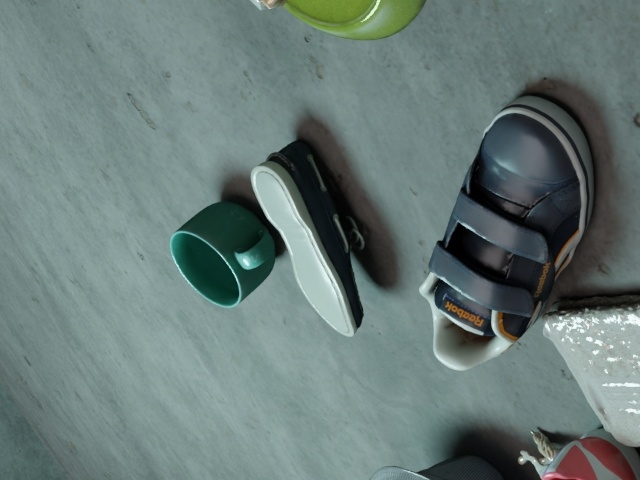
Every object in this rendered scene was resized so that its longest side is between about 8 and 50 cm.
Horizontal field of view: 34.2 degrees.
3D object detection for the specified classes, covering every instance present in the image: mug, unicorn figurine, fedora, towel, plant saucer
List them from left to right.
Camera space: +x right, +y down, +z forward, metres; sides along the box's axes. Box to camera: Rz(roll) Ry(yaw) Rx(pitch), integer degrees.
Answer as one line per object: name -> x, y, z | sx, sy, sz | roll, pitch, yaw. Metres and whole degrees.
mug -> -0.115, 0.017, 1.410 | 0.158, 0.097, 0.129 | 25, 141, 30
plant saucer -> -0.001, -0.293, 0.998 | 0.241, 0.037, 0.241 | 30, 144, 25
fedora -> 0.185, 0.383, 1.426 | 0.244, 0.124, 0.275 | 28, 136, 26
unicorn figurine -> 0.295, 0.316, 1.263 | 0.162, 0.060, 0.111 | 61, 163, -17
towel -> 0.359, 0.129, 1.020 | 0.282, 0.049, 0.187 | -14, 114, 54

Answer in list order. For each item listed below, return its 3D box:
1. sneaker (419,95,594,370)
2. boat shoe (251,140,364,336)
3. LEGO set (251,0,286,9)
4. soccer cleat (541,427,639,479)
sneaker -> 0.180, 0.013, 1.035 | 0.126, 0.127, 0.321 | 31, 143, 27
boat shoe -> 0.000, 0.000, 1.275 | 0.095, 0.079, 0.254 | -2, 121, 53
LEGO set -> -0.112, -0.340, 0.997 | 0.287, 0.107, 0.132 | 42, 177, 35
soccer cleat -> 0.337, 0.374, 1.155 | 0.109, 0.116, 0.318 | -25, 83, 51
